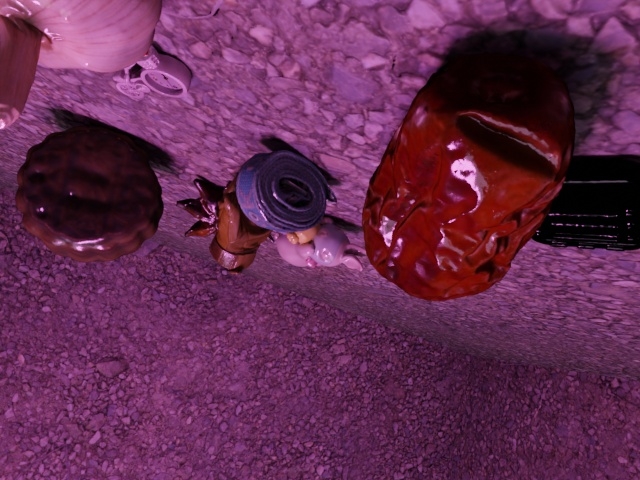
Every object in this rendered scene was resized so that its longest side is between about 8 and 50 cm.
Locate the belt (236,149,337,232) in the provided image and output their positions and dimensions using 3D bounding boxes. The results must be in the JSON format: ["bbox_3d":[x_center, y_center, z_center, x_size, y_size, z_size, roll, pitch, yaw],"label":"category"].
[{"bbox_3d":[-0.067,-0.083,0.783,0.082,0.148,0.163,6,141,50],"label":"belt"}]

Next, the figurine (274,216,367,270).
[{"bbox_3d":[0.000,0.000,1.052,0.235,0.127,0.155,4,128,47],"label":"figurine"}]

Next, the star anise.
[{"bbox_3d":[-0.240,-0.063,1.136,0.271,0.103,0.272,9,134,9],"label":"star anise"}]

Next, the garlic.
[{"bbox_3d":[-0.265,-0.199,0.413,0.199,0.226,0.199,12,165,3],"label":"garlic"}]

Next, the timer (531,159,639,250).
[{"bbox_3d":[0.348,-0.046,0.592,0.144,0.055,0.187,4,157,38],"label":"timer"}]

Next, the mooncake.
[{"bbox_3d":[-0.490,-0.097,0.953,0.290,0.290,0.161,22,163,-14],"label":"mooncake"}]

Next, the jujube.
[{"bbox_3d":[0.159,-0.052,0.520,0.216,0.216,0.342,17,152,6],"label":"jujube"}]

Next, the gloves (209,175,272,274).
[{"bbox_3d":[-0.153,-0.053,0.969,0.154,0.141,0.331,21,140,-15],"label":"gloves"}]

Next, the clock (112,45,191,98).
[{"bbox_3d":[-0.248,-0.235,0.625,0.129,0.041,0.087,4,164,30],"label":"clock"}]
